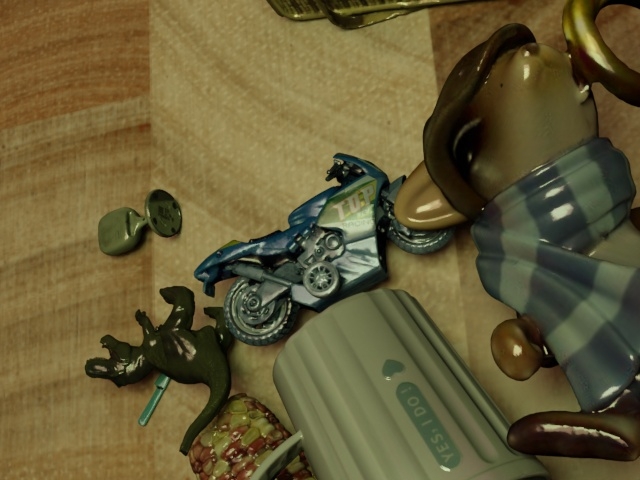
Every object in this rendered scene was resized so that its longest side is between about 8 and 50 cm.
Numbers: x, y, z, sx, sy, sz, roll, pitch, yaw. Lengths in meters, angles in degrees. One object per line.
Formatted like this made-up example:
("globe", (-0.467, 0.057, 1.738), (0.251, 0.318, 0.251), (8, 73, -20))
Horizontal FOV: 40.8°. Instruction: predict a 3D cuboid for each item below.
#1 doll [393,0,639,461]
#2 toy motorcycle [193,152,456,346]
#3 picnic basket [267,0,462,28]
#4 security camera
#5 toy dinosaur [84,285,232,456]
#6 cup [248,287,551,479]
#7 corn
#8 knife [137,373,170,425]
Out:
("doll", (0.217, -0.023, 0.679), (0.318, 0.209, 0.339), (-30, 64, -6))
("toy motorcycle", (0.000, 0.000, 0.830), (0.255, 0.092, 0.135), (-30, 67, 7))
("picnic basket", (0.057, -0.339, 0.830), (0.313, 0.228, 0.175), (-1, 73, 20))
("security camera", (-0.203, -0.017, 0.942), (0.092, 0.058, 0.058), (-17, 70, 29))
("toy dinosaur", (-0.146, 0.142, 0.837), (0.187, 0.087, 0.178), (-22, 52, 36))
("cup", (0.045, 0.160, 0.701), (0.202, 0.221, 0.166), (58, 133, 32))
("corn", (-0.011, 0.261, 0.761), (0.098, 0.098, 0.290), (-47, 68, 4))
("knife", (-0.167, 0.152, 0.900), (0.014, 0.005, 0.091), (27, 86, 23))
